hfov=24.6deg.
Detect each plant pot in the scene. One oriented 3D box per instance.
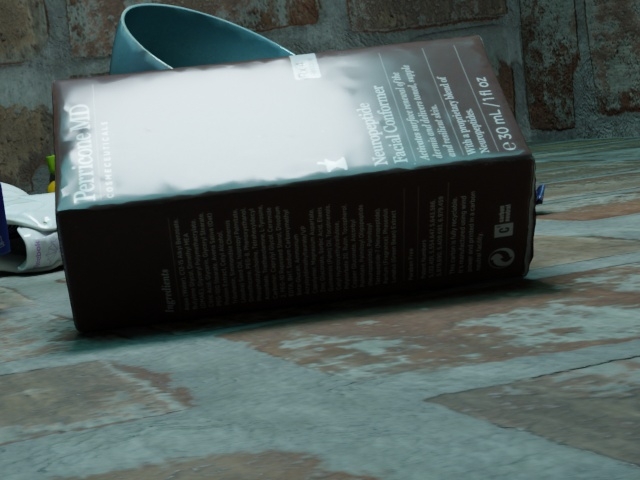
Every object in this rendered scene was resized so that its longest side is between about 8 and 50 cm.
[{"bbox_3d":[-0.142,-0.140,1.810,0.290,0.195,0.290,22,23,-10],"label":"plant pot"}]

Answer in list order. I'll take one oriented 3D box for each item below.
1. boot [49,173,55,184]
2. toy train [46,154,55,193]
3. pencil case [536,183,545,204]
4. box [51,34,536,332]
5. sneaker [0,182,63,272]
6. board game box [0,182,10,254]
[{"bbox_3d":[-0.269,-0.105,2.534,0.348,0.131,0.260,5,13,6],"label":"boot"},{"bbox_3d":[-0.392,-0.067,2.217,0.248,0.143,0.105,-7,5,-13],"label":"toy train"},{"bbox_3d":[0.134,-0.084,1.877,0.306,0.119,0.133,-1,31,43],"label":"pencil case"},{"bbox_3d":[-0.028,-0.053,1.234,0.381,0.143,0.191,-9,41,-5],"label":"box"},{"bbox_3d":[-0.312,-0.004,1.823,0.305,0.114,0.152,-5,28,-12],"label":"sneaker"},{"bbox_3d":[-0.505,-0.012,1.386,0.347,0.078,0.233,-20,33,-30],"label":"board game box"}]
